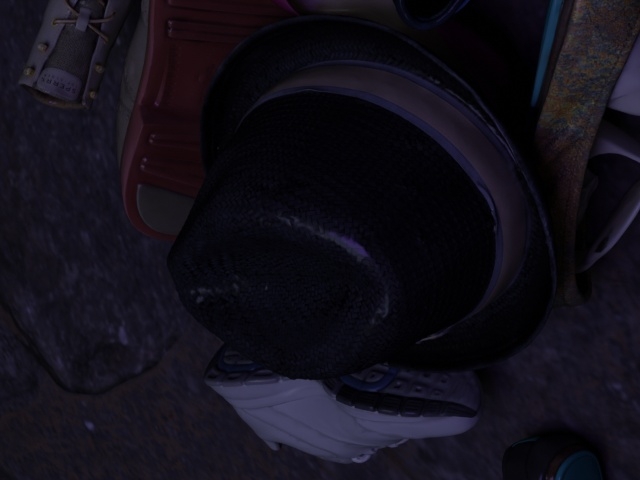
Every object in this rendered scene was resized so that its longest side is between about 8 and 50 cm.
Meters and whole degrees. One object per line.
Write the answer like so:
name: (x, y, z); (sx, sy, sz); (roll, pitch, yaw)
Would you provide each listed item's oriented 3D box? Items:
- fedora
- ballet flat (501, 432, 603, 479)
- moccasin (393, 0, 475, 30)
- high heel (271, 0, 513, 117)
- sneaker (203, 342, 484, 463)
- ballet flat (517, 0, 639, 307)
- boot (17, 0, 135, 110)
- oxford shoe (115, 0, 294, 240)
fedora: (0.000, 0.000, 1.160); (0.334, 0.152, 0.334); (26, 135, 29)
ballet flat: (0.212, 0.291, 1.376); (0.096, 0.095, 0.280); (5, 109, 51)
moccasin: (0.139, -0.273, 1.013); (0.137, 0.117, 0.342); (17, 128, -3)
high heel: (0.030, -0.160, 1.155); (0.244, 0.117, 0.082); (34, 111, -11)
sneaker: (0.033, 0.140, 1.441); (0.297, 0.111, 0.129); (2, 133, 46)
ballet flat: (0.192, -0.088, 1.135); (0.123, 0.123, 0.349); (32, 133, 23)
boot: (-0.186, -0.193, 1.312); (0.077, 0.165, 0.213); (23, 169, -11)
oxford shoe: (-0.092, -0.197, 1.291); (0.397, 0.140, 0.146); (-65, 31, 28)
